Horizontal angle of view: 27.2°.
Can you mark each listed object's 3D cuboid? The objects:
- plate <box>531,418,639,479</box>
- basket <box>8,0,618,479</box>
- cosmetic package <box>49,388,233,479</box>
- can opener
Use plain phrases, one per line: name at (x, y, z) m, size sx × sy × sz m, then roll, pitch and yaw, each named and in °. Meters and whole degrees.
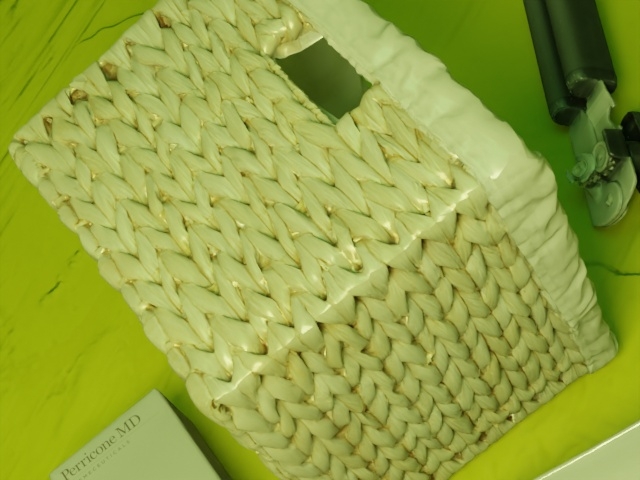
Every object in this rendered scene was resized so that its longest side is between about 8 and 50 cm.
plate at (0.277, 0.243, 0.875) m, size 0.277 × 0.045 × 0.278 m, roll -34°, pitch 64°, yaw 15°
basket at (0.000, 0.000, 0.990) m, size 0.266 × 0.331 × 0.328 m, roll -40°, pitch 55°, yaw -3°
cosmetic package at (-0.104, 0.240, 1.036) m, size 0.117 × 0.085 × 0.231 m, roll -40°, pitch 57°, yaw -5°
can opener at (0.238, -0.132, 1.145) m, size 0.093 × 0.074 × 0.280 m, roll 1°, pitch 57°, yaw -19°
